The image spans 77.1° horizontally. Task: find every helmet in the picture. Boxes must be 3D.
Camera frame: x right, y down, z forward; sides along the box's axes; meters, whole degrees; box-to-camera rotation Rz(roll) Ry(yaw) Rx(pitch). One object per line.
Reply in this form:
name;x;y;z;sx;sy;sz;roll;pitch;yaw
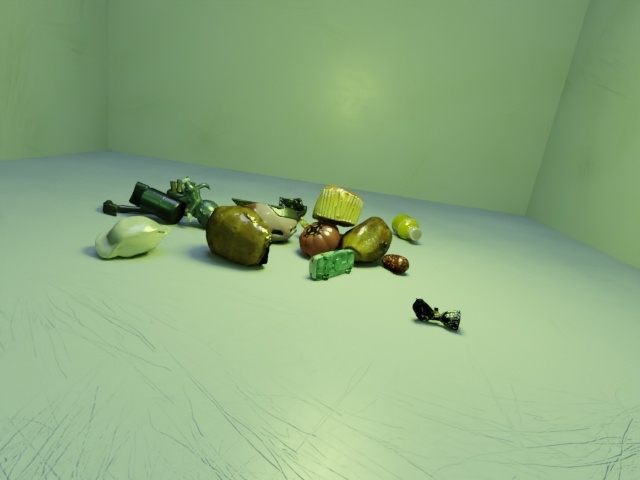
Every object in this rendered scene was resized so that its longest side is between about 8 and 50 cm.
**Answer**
helmet;-0.162;-0.165;2.237;0.153;0.107;0.177;3;36;-30
helmet;-0.223;-0.067;1.777;0.254;0.154;0.198;-6;-16;-18

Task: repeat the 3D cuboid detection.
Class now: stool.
stool;-0.749;-0.250;2.141;0.153;0.139;0.228;-1;22;-37

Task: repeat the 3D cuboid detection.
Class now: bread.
bread;0.076;-0.148;1.746;0.204;0.156;0.288;16;-3;3

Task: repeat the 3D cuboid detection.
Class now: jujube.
jujube;0.307;0.094;1.654;0.077;0.077;0.129;-2;8;-35

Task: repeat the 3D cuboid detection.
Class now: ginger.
ginger;-0.310;-0.025;1.483;0.223;0.200;0.269;5;16;-21

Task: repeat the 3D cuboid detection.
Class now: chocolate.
chocolate;0.353;0.223;1.228;0.147;0.072;0.070;20;15;15

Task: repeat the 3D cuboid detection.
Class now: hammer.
hammer;-0.800;-0.149;1.930;0.440;0.044;0.168;1;17;-24

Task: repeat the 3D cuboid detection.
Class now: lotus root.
lotus root;0.200;0.008;1.720;0.193;0.193;0.291;17;25;27

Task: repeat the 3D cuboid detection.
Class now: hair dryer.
hair dryer;-0.722;-0.199;1.909;0.244;0.116;0.302;27;20;7

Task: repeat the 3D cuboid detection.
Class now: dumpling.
dumpling;-0.651;-0.015;1.400;0.250;0.132;0.162;-23;42;-35

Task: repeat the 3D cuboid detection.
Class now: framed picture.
framed picture;-0.277;-0.140;1.984;0.256;0.014;0.338;11;-9;3

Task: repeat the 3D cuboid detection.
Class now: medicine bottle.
medicine bottle;0.478;-0.061;2.187;0.122;0.121;0.212;5;17;-13

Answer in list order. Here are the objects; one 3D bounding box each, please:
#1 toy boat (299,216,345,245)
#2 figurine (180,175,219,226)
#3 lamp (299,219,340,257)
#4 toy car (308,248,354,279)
toy boat;0.050;-0.029;1.890;0.318;0.099;0.141;13;13;3
figurine;-0.541;-0.174;1.827;0.140;0.265;0.193;-14;22;-8
lamp;0.000;0.000;1.678;0.182;0.140;0.182;-17;35;13
toy car;0.041;0.084;1.501;0.076;0.090;0.224;14;15;38
